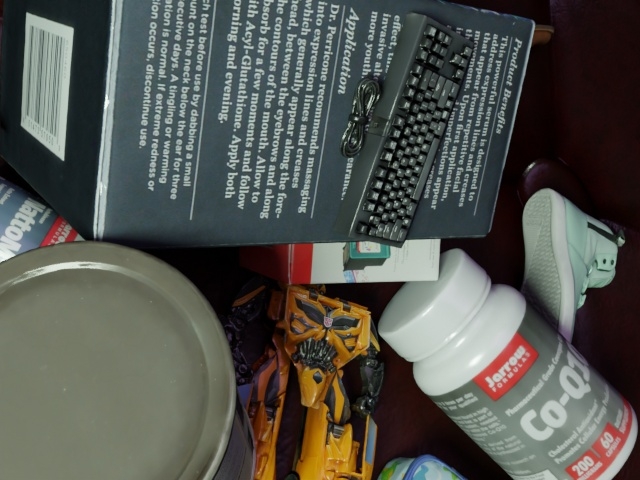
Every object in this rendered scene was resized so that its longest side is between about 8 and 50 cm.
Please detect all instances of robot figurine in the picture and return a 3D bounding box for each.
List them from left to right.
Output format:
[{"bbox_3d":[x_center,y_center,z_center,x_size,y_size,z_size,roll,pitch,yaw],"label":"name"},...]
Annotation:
[{"bbox_3d":[-0.020,0.172,0.780,0.211,0.085,0.291,20,64,-22],"label":"robot figurine"}]

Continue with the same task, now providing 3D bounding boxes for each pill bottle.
[{"bbox_3d":[-0.268,0.016,0.689,0.180,0.108,0.108,30,60,-16],"label":"pill bottle"},{"bbox_3d":[0.212,0.154,0.869,0.283,0.161,0.161,44,57,-8],"label":"pill bottle"}]

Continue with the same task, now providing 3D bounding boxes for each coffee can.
[{"bbox_3d":[-0.155,0.147,0.568,0.201,0.275,0.202,1,66,-2],"label":"coffee can"}]

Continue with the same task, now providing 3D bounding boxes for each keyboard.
[{"bbox_3d":[0.062,-0.086,0.599,0.108,0.023,0.180,13,99,-38],"label":"keyboard"}]

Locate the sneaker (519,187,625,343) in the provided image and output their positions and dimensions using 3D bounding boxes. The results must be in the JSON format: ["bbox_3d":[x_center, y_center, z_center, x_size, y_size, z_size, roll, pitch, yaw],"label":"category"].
[{"bbox_3d":[0.350,0.066,1.019,0.151,0.094,0.256,21,64,-24],"label":"sneaker"}]

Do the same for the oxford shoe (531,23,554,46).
[{"bbox_3d":[0.279,-0.292,1.139,0.212,0.076,0.076,-19,112,-35],"label":"oxford shoe"}]

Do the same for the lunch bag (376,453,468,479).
[{"bbox_3d":[0.136,0.353,0.800,0.219,0.090,0.176,41,61,-9],"label":"lunch bag"}]

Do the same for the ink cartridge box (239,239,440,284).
[{"bbox_3d":[0.000,0.000,0.818,0.230,0.134,0.078,0,96,-28],"label":"ink cartridge box"}]

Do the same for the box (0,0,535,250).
[{"bbox_3d":[-0.056,-0.138,0.696,0.395,0.293,0.212,-2,109,-36],"label":"box"}]
